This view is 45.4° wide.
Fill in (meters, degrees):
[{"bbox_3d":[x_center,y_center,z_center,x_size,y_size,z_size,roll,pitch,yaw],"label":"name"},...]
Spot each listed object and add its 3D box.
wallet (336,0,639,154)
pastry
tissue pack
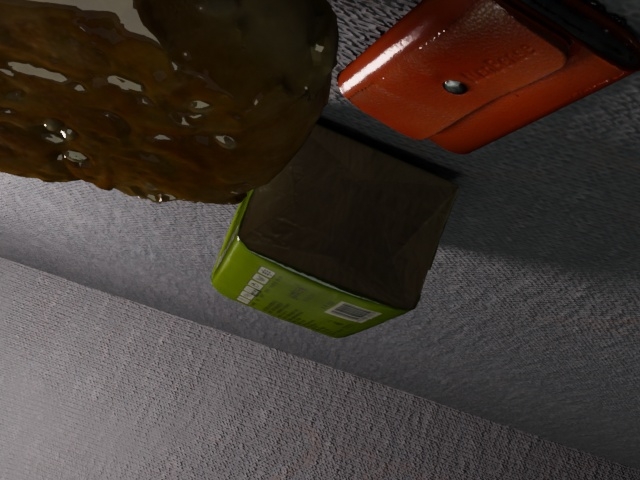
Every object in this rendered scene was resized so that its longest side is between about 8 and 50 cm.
[{"bbox_3d":[0.114,-0.126,0.572,0.142,0.045,0.204,25,162,-18],"label":"wallet"},{"bbox_3d":[-0.142,-0.154,0.516,0.316,0.184,0.284,8,154,1],"label":"pastry"},{"bbox_3d":[0.000,0.000,0.883,0.200,0.167,0.275,23,164,-7],"label":"tissue pack"}]
